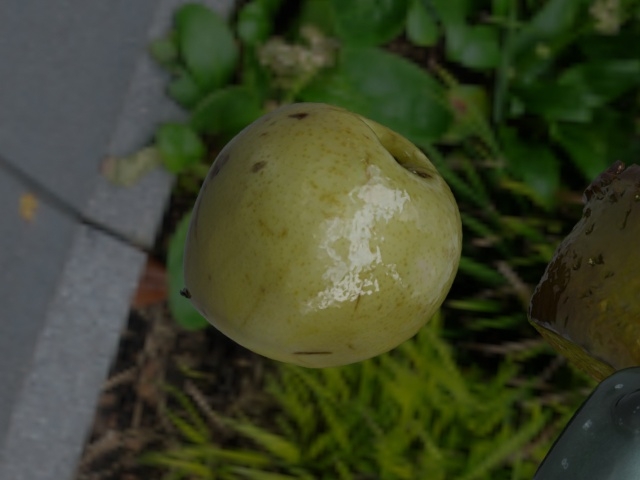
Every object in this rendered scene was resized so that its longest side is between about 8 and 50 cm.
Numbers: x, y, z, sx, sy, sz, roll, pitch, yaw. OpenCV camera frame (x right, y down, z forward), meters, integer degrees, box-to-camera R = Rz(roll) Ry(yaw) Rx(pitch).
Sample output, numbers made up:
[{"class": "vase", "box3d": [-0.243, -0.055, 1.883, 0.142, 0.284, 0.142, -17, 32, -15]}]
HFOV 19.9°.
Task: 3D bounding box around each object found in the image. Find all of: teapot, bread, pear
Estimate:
[{"class": "teapot", "box3d": [0.222, 0.185, 1.286, 0.193, 0.129, 0.294, -44, 157, -38]}, {"class": "bread", "box3d": [0.389, 0.088, 1.809, 0.215, 0.398, 0.398, -55, 142, -2]}, {"class": "pear", "box3d": [0.000, 0.000, 2.044, 0.309, 0.309, 0.309, -12, 105, -55]}]
